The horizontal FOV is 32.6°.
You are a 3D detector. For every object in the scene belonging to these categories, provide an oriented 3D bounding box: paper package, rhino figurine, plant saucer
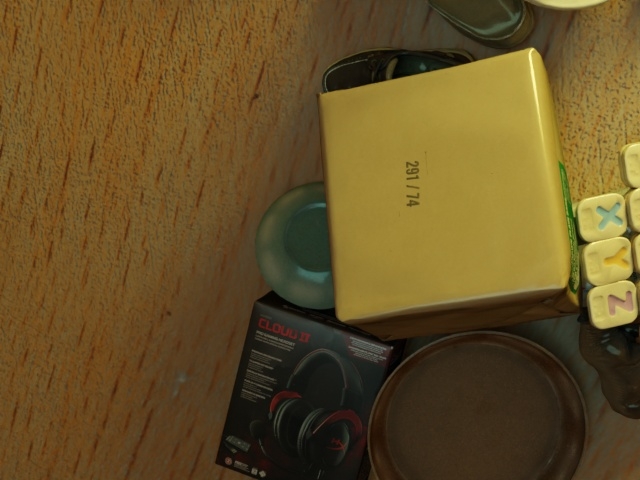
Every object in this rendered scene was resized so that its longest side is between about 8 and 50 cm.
[{"bbox_3d":[0.168,-0.052,1.435,0.309,0.168,0.325,-10,72,20],"label":"paper package"},{"bbox_3d":[0.406,0.144,1.470,0.106,0.073,0.243,-25,114,17],"label":"rhino figurine"},{"bbox_3d":[0.000,0.000,1.569,0.194,0.037,0.195,-1,71,4],"label":"plant saucer"},{"bbox_3d":[0.220,0.268,1.549,0.310,0.050,0.311,0,105,-1],"label":"plant saucer"}]

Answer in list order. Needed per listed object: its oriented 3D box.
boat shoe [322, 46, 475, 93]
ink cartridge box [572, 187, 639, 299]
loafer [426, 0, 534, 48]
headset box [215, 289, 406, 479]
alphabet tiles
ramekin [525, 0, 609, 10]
[{"bbox_3d":[0.104,-0.233,1.530,0.223,0.073,0.080,-2,97,16],"label":"boat shoe"},{"bbox_3d":[0.372,0.008,1.489,0.175,0.072,0.128,-16,93,19],"label":"ink cartridge box"},{"bbox_3d":[0.172,-0.357,1.481,0.268,0.092,0.102,40,107,7],"label":"loafer"},{"bbox_3d":[-0.010,0.217,1.613,0.218,0.110,0.293,18,103,14],"label":"headset box"},{"bbox_3d":[0.463,0.007,1.413,0.277,0.021,0.284,-10,96,-16],"label":"alphabet tiles"},{"bbox_3d":[0.298,-0.430,1.375,0.272,0.127,0.273,-2,105,-8],"label":"ramekin"}]
